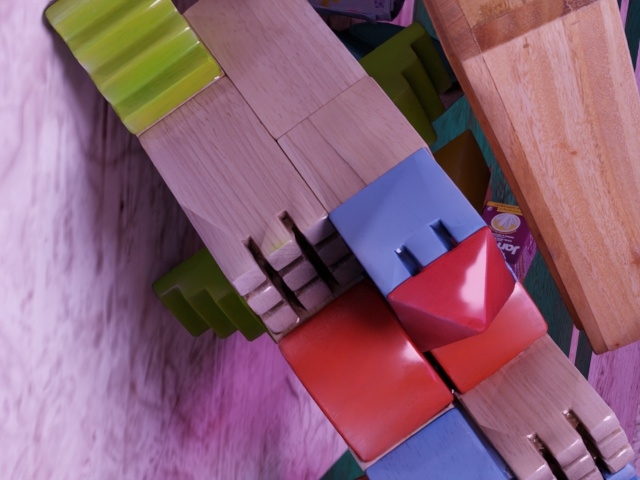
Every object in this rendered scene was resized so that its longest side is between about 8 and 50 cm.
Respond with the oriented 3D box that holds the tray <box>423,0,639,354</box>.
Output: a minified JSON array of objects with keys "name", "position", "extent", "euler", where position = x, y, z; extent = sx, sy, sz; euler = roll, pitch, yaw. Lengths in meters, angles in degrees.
[{"name":"tray","position":[0.111,-0.095,0.814],"extent":[0.411,0.076,0.203],"euler":[48,20,-63]}]

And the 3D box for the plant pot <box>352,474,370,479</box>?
[{"name":"plant pot","position":[0.030,0.295,0.915],"extent":[0.203,0.290,0.291],"euler":[-7,109,-52]}]

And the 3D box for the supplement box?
[{"name":"supplement box","position":[0.171,0.007,1.423],"extent":[0.083,0.055,0.043],"euler":[-61,153,-42]}]

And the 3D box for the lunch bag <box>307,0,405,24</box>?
[{"name":"lunch bag","position":[0.019,-0.169,0.876],"extent":[0.053,0.071,0.083],"euler":[57,49,-65]}]

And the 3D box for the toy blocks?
[{"name":"toy blocks","position":[0.047,0.051,0.715],"extent":[0.190,0.261,0.381],"euler":[-35,142,0]}]

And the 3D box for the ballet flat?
[{"name":"ballet flat","position":[0.025,-0.093,0.950],"extent":[0.248,0.086,0.086],"euler":[-13,113,-67]}]
